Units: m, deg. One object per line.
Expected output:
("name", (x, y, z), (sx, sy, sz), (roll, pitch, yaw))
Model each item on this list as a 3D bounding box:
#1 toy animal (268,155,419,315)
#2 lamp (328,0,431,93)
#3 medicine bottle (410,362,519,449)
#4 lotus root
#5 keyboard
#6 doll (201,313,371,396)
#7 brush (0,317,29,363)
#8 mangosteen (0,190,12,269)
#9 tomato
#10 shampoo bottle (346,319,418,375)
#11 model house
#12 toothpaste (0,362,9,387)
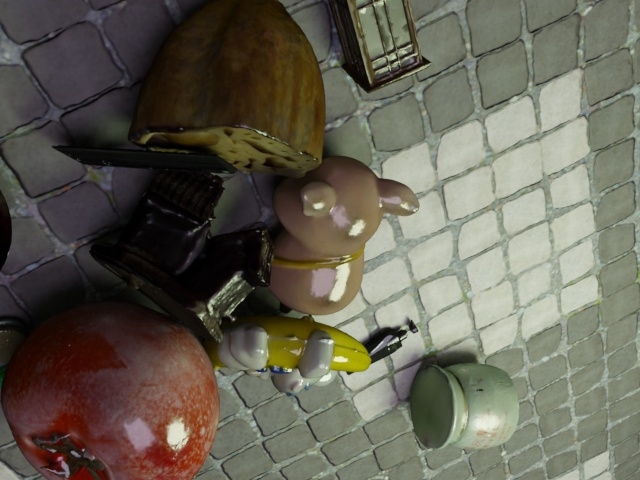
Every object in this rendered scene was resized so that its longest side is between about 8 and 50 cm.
("toy animal", (-0.002, 0.001, 0.959), (0.165, 0.149, 0.248), (-14, 140, -34))
("lamp", (0.036, -0.324, 0.779), (0.090, 0.089, 0.325), (-26, 129, -5))
("medicine bottle", (0.244, 0.285, 1.251), (0.143, 0.147, 0.147), (4, 121, -24))
("lotus root", (-0.098, -0.172, 0.798), (0.188, 0.199, 0.180), (18, 74, -63))
("keyboard", (-0.193, -0.090, 0.801), (0.198, 0.010, 0.063), (5, 171, 15))
("doll", (-0.045, 0.163, 1.026), (0.237, 0.111, 0.252), (7, 161, -20))
("brush", (-0.499, 0.122, 0.891), (0.266, 0.027, 0.062), (5, 120, -26))
("mangosteen", (-0.434, -0.033, 0.721), (0.211, 0.211, 0.250), (-26, 98, -6))
("tomato", (-0.254, 0.199, 0.921), (0.270, 0.227, 0.270), (11, 129, 14))
("shampoo bottle", (0.098, 0.176, 1.189), (0.137, 0.027, 0.048), (-30, 131, -3))
("model house", (-0.153, 0.007, 0.879), (0.203, 0.141, 0.164), (37, 73, -4))
("toothpaste", (-0.426, 0.182, 0.971), (0.083, 0.017, 0.020), (-27, 132, -4))
